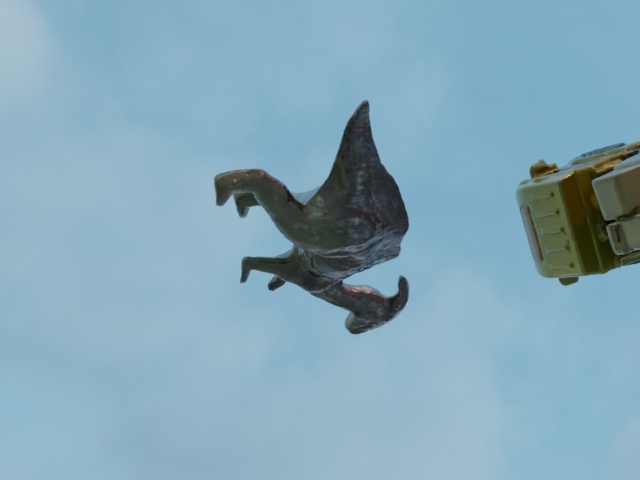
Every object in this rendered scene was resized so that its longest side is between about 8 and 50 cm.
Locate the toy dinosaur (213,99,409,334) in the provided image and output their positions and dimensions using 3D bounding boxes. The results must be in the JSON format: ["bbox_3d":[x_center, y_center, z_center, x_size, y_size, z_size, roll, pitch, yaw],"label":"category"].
[{"bbox_3d":[0.000,-0.005,0.807,0.162,0.077,0.294,-2,-32,4],"label":"toy dinosaur"}]

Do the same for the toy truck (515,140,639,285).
[{"bbox_3d":[0.422,-0.043,1.080,0.254,0.405,0.180,-15,-88,-27],"label":"toy truck"}]
